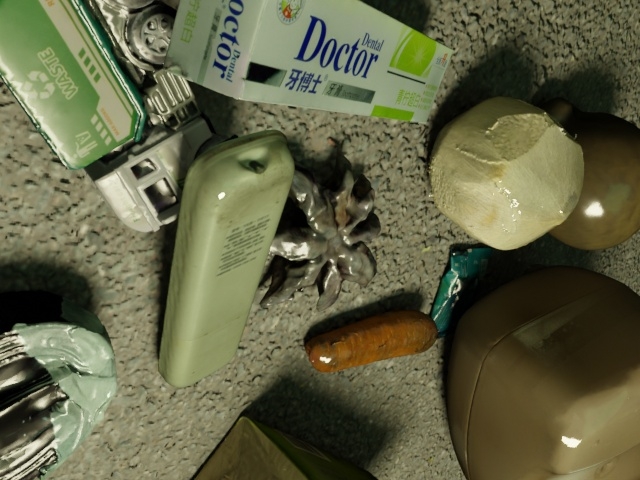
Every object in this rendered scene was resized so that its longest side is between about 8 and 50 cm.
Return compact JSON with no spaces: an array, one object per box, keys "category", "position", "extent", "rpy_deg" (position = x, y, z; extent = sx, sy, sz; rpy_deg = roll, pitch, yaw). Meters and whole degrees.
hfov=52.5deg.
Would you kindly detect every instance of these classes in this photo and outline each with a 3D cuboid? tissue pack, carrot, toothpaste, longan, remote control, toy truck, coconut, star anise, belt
[{"category":"tissue pack","position":[0.317,0.228,0.900],"extent":[0.267,0.277,0.387],"rpy_deg":[-24,130,-16]},{"category":"carrot","position":[0.063,0.120,0.786],"extent":[0.186,0.060,0.060],"rpy_deg":[-5,116,-31]},{"category":"tissue pack","position":[-0.002,0.353,0.760],"extent":[0.167,0.200,0.274],"rpy_deg":[-53,133,-5]},{"category":"toothpaste","position":[0.018,-0.142,0.507],"extent":[0.336,0.067,0.081],"rpy_deg":[-15,127,-62]},{"category":"longan","position":[0.338,-0.090,0.826],"extent":[0.185,0.159,0.204],"rpy_deg":[-42,103,-37]},{"category":"remote control","position":[-0.085,0.035,0.550],"extent":[0.090,0.038,0.309],"rpy_deg":[-26,153,-34]},{"category":"tissue pack","position":[0.187,0.075,0.880],"extent":[0.085,0.028,0.138],"rpy_deg":[-1,118,-39]},{"category":"toy truck","position":[-0.152,-0.122,0.445],"extent":[0.124,0.114,0.253],"rpy_deg":[-34,133,-15]},{"category":"coconut","position":[0.210,-0.073,0.721],"extent":[0.161,0.162,0.161],"rpy_deg":[-19,124,-31]},{"category":"star anise","position":[0.000,0.000,0.664],"extent":[0.180,0.061,0.204],"rpy_deg":[-29,129,-23]},{"category":"belt","position":[-0.258,0.129,0.520],"extent":[0.198,0.078,0.151],"rpy_deg":[-39,130,-17]}]
